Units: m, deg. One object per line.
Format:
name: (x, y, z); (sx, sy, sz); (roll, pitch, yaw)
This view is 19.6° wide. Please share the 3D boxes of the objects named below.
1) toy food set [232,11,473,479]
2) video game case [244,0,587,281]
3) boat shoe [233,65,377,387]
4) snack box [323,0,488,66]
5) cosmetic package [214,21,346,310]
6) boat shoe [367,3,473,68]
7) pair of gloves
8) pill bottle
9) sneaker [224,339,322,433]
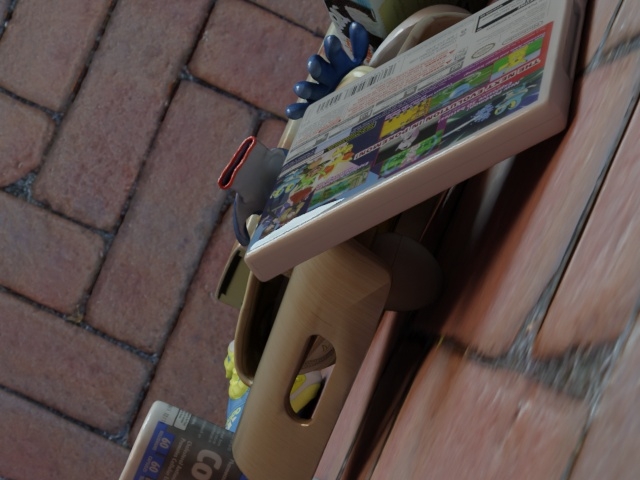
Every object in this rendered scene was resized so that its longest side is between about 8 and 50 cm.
toy food set: (0.045, 0.009, 1.248); (0.306, 0.092, 0.220); (-60, -8, -51)
video game case: (0.059, -0.070, 1.056); (0.201, 0.023, 0.183); (-27, 23, 26)
boat shoe: (0.000, 0.000, 1.465); (0.098, 0.109, 0.302); (-27, -32, -42)
snack box: (0.077, -0.245, 1.507); (0.187, 0.060, 0.322); (-58, -21, -11)
cosmetic package: (0.014, -0.066, 1.845); (0.153, 0.129, 0.296); (116, 177, -63)
boat shoe: (0.069, -0.108, 1.496); (0.258, 0.095, 0.084); (118, 171, -47)
pair of gloves: (-0.014, -0.082, 1.485); (0.198, 0.023, 0.159); (-55, -19, 1)
pill bottle: (-0.073, 0.177, 1.343); (0.078, 0.137, 0.078); (-157, 90, -88)
sneaker: (-0.065, 0.166, 1.798); (0.240, 0.091, 0.126); (142, 151, -83)
